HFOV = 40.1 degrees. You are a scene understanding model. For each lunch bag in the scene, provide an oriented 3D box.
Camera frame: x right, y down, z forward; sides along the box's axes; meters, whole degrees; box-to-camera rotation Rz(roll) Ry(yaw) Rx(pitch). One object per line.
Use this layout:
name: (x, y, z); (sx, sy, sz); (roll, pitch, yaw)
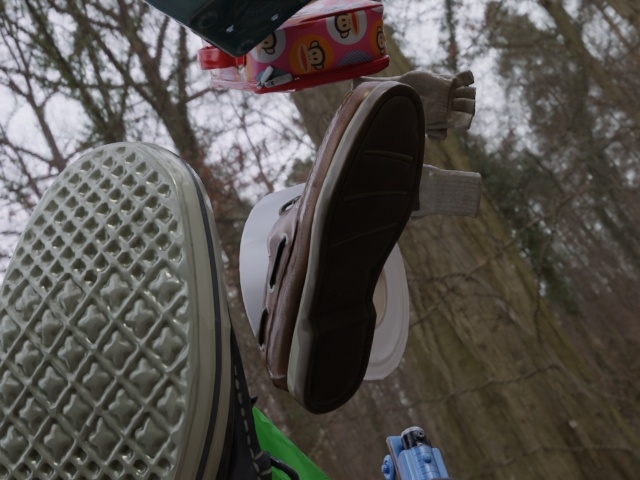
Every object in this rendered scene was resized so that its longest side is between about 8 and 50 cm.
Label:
lunch bag: (-0.060, -0.294, 1.340); (0.258, 0.293, 0.120); (-16, -72, -21)

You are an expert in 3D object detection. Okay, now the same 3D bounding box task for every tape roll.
tape roll: (0.014, 0.059, 1.189); (0.100, 0.286, 0.286); (-14, -22, 29)

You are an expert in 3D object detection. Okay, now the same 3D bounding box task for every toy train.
toy train: (0.149, 0.358, 1.286); (0.080, 0.184, 0.105); (3, -47, -18)

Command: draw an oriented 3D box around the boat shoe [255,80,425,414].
boat shoe: (0.000, 0.000, 0.773); (0.111, 0.104, 0.307); (-2, -65, -43)

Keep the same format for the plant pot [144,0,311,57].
plant pot: (-0.134, -0.375, 1.074); (0.248, 0.252, 0.247); (-36, -16, 14)

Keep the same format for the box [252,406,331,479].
box: (-0.130, 0.388, 1.344); (0.127, 0.262, 0.231); (-31, -22, -50)

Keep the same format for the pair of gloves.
pair of gloves: (0.153, -0.148, 1.392); (0.204, 0.240, 0.042); (-1, 15, 21)

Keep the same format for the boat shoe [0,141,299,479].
boat shoe: (-0.118, 0.183, 0.618); (0.187, 0.500, 0.156); (-5, -1, 22)
